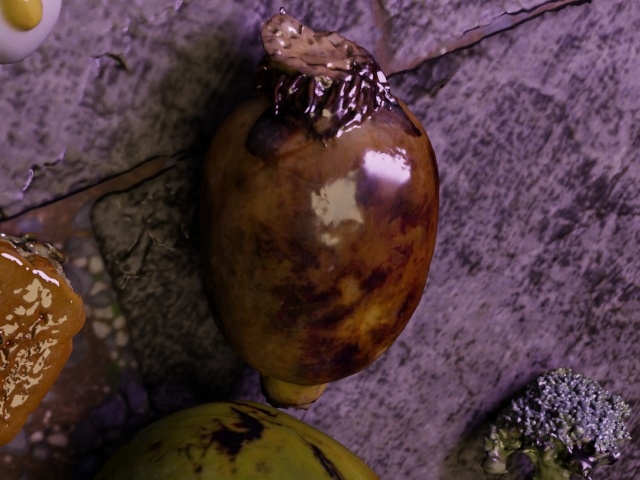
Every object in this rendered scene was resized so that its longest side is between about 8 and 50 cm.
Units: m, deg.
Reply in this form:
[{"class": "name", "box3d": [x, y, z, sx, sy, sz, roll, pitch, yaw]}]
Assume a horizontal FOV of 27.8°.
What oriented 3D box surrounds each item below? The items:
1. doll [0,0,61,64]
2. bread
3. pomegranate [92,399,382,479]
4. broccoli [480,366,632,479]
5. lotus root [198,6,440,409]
[{"class": "doll", "box3d": [-0.152, -0.177, 0.744, 0.293, 0.119, 0.138, -31, 149, -13]}, {"class": "bread", "box3d": [-0.232, 0.058, 0.853, 0.128, 0.069, 0.140, 25, 100, -36]}, {"class": "pomegranate", "box3d": [-0.093, 0.243, 0.932, 0.341, 0.260, 0.260, -6, 121, 1]}, {"class": "broccoli", "box3d": [0.215, 0.204, 1.188, 0.122, 0.118, 0.204, -52, 153, -36]}, {"class": "lotus root", "box3d": [0.000, 0.000, 0.912, 0.169, 0.141, 0.314, -11, 124, -21]}]
